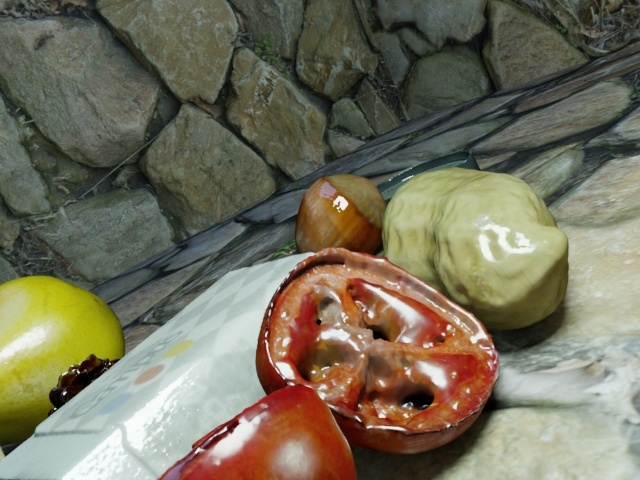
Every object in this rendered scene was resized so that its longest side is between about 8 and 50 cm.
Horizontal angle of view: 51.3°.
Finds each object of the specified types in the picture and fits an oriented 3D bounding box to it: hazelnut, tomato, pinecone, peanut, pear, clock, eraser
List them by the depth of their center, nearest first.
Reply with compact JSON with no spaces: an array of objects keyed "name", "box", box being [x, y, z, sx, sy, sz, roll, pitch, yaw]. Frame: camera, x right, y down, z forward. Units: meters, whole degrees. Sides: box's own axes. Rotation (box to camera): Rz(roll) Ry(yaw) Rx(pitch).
[{"name":"tomato","box":[-0.059,0.216,0.437,0.200,0.139,0.233,-26,-26,-42]},{"name":"tomato","box":[0.041,0.114,0.629,0.228,0.228,0.101,-40,-26,-52]},{"name":"eraser","box":[-0.141,0.148,0.729,0.213,0.082,0.397,-16,17,41]},{"name":"peanut","box":[0.177,0.004,0.822,0.192,0.170,0.387,-32,12,-5]},{"name":"pinecone","box":[-0.310,0.233,0.940,0.120,0.140,0.140,25,34,19]},{"name":"pear","box":[-0.484,0.214,1.103,0.285,0.285,0.336,-16,35,39]},{"name":"hazelnut","box":[0.039,-0.031,1.307,0.214,0.176,0.214,-40,-21,-19]},{"name":"clock","box":[0.230,-0.125,1.584,0.312,0.061,0.312,-25,12,5]}]

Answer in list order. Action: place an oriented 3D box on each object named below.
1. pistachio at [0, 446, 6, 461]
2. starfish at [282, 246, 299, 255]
[{"name":"pistachio","box":[-0.496,0.321,0.822,0.318,0.214,0.193,-4,-19,45]},{"name":"starfish","box":[-0.004,-0.007,1.571,0.213,0.057,0.238,-25,7,45]}]
